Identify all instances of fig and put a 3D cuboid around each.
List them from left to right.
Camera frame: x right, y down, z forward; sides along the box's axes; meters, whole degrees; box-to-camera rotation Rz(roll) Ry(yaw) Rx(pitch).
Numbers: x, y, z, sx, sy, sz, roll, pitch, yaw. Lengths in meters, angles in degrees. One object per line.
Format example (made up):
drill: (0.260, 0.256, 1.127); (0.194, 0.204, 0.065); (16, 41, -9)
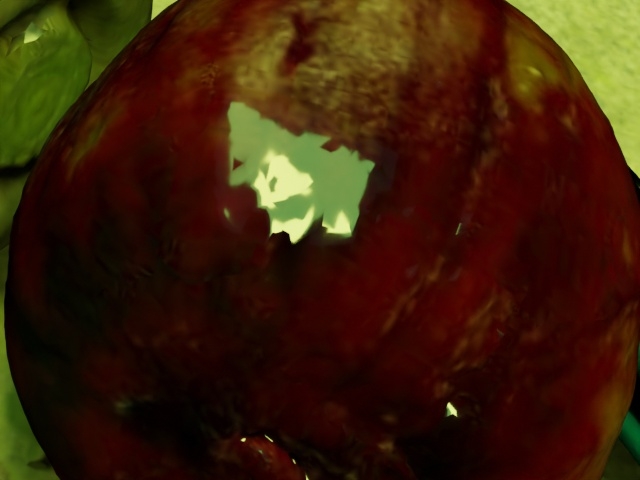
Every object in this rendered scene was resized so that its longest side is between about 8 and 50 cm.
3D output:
fig: (0.002, 0.006, 0.652); (0.224, 0.224, 0.263); (16, 69, -6)

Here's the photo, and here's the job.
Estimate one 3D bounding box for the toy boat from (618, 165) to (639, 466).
toy boat: (0.144, 0.067, 0.737); (0.134, 0.092, 0.299); (21, 28, -50)

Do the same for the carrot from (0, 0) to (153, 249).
carrot: (-0.233, -0.137, 0.692); (0.341, 0.224, 0.224); (32, 50, 18)
